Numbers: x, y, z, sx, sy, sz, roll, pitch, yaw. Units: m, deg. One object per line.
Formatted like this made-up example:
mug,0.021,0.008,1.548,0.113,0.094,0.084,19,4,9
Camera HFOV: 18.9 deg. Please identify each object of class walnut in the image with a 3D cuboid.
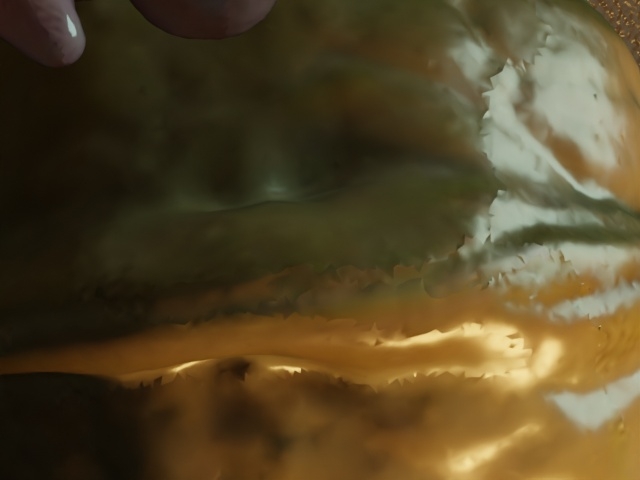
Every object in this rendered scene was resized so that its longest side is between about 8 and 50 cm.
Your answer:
walnut,-0.020,0.014,0.644,0.285,0.285,0.296,48,35,-84

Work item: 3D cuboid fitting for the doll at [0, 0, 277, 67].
doll,-0.116,-0.119,0.417,0.262,0.211,0.093,27,-33,12
